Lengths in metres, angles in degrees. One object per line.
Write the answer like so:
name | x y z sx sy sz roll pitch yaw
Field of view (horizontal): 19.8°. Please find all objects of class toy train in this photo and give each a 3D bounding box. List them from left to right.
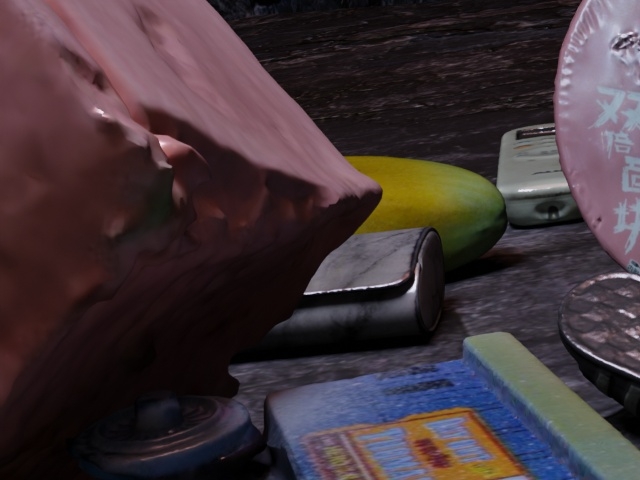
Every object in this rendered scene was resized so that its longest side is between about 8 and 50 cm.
toy train | 0.020 0.118 0.629 0.202 0.131 0.299 -9 12 -7

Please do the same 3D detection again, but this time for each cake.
cake | -0.179 -0.005 0.807 0.307 0.293 0.314 -47 -11 11

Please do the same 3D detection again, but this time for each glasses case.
glasses case | -0.070 0.040 1.226 0.299 0.060 0.114 -7 19 14

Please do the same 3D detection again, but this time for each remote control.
remote control | 0.196 -0.062 1.554 0.090 0.038 0.309 -7 12 9

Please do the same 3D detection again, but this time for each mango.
mango | 0.037 -0.014 1.319 0.195 0.091 0.130 -2 21 4

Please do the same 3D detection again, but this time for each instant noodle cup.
instant noodle cup | 0.308 -0.087 1.165 0.243 0.243 0.231 0 8 39

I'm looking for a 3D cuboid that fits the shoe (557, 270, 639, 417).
shoe | 0.188 0.075 0.915 0.071 0.049 0.179 -30 39 -29
